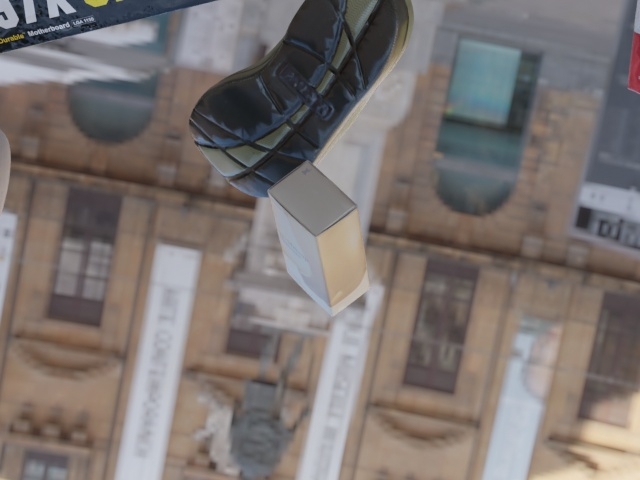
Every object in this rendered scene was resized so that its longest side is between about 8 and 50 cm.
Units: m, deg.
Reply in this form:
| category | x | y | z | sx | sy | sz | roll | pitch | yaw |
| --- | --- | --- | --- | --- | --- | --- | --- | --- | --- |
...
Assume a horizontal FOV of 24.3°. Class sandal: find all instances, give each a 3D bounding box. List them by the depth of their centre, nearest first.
| category | x | y | z | sx | sy | sz | roll | pitch | yaw |
| --- | --- | --- | --- | --- | --- | --- | --- | --- | --- |
| sandal | -0.008 | -0.138 | 1.335 | 0.120 | 0.303 | 0.086 | 50 | -138 | -2 |

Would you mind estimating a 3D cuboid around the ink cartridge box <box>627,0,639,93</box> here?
| category | x | y | z | sx | sy | sz | roll | pitch | yaw |
| --- | --- | --- | --- | --- | --- | --- | --- | --- | --- |
| ink cartridge box | 0.404 | -0.248 | 1.377 | 0.114 | 0.273 | 0.197 | -17 | -148 | -31 |

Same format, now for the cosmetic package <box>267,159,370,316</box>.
| category | x | y | z | sx | sy | sz | roll | pitch | yaw |
| --- | --- | --- | --- | --- | --- | --- | --- | --- | --- |
| cosmetic package | 0.000 | 0.000 | 1.103 | 0.060 | 0.041 | 0.115 | 44 | 162 | 30 |

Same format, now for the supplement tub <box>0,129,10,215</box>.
| category | x | y | z | sx | sy | sz | roll | pitch | yaw |
| --- | --- | --- | --- | --- | --- | --- | --- | --- | --- |
| supplement tub | -0.520 | -0.062 | 1.566 | 0.331 | 0.241 | 0.241 | 21 | -178 | -24 |

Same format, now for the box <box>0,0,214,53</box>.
| category | x | y | z | sx | sy | sz | roll | pitch | yaw |
| --- | --- | --- | --- | --- | --- | --- | --- | --- | --- |
| box | -0.223 | -0.304 | 1.259 | 0.322 | 0.257 | 0.079 | -10 | -143 | 20 |
